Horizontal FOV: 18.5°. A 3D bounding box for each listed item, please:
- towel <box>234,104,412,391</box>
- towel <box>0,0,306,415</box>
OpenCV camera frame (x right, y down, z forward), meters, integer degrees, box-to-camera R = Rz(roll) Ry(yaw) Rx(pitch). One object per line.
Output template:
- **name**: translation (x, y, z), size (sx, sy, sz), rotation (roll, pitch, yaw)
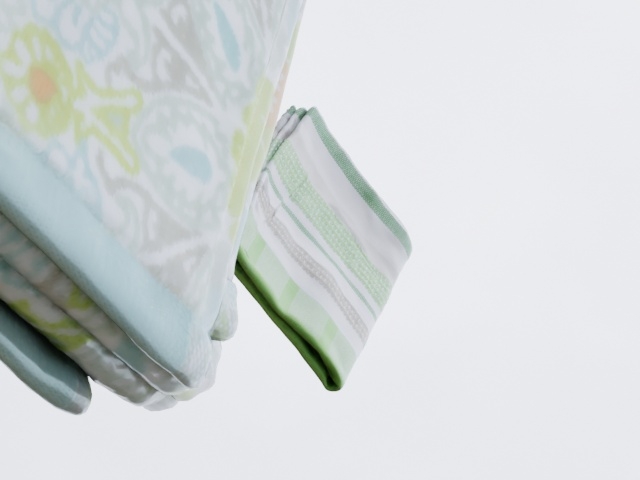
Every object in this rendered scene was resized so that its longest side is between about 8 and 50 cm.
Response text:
- **towel**: translation (0.000, 0.000, 1.059), size (0.023, 0.152, 0.113), rotation (-32, -75, 29)
- **towel**: translation (-0.128, -0.146, 0.776), size (0.090, 0.320, 0.374), rotation (-9, -39, 28)
